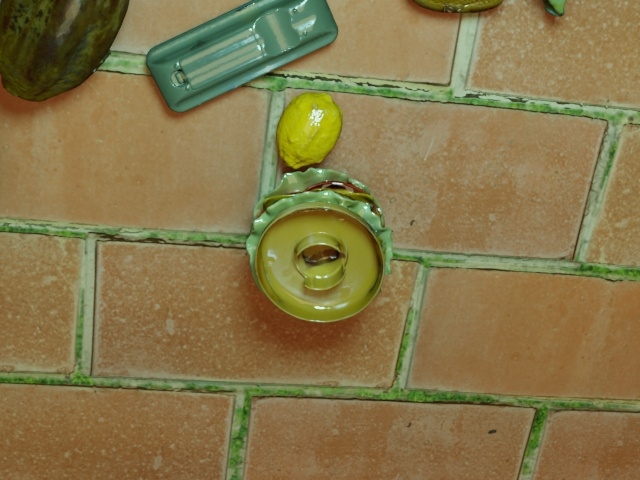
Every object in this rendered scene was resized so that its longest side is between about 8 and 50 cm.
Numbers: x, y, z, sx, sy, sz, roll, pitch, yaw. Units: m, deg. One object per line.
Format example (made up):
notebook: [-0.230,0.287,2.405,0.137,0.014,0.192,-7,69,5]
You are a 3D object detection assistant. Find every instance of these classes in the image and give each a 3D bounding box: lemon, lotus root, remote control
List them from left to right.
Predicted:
lotus root: [-0.431,-0.364,1.527,0.193,0.193,0.291,27,104,-17]
remote control: [-0.138,-0.345,1.621,0.335,0.065,0.128,-25,111,3]
lemon: [-0.022,-0.200,1.671,0.114,0.114,0.155,23,108,-16]

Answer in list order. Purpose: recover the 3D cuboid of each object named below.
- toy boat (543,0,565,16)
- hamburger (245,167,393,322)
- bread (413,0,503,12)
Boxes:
toy boat: [0.412,-0.534,1.587,0.084,0.111,0.276,7,115,-5]
hamburger: [0.000,0.000,1.704,0.275,0.212,0.274,0,117,0]
bread: [0.236,-0.456,1.610,0.189,0.077,0.114,3,134,-14]
